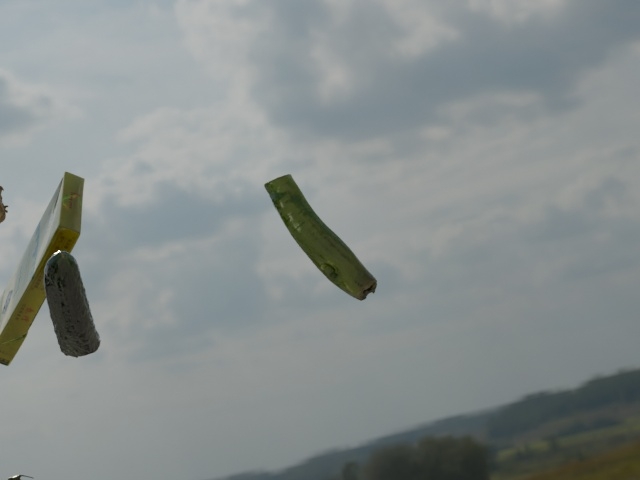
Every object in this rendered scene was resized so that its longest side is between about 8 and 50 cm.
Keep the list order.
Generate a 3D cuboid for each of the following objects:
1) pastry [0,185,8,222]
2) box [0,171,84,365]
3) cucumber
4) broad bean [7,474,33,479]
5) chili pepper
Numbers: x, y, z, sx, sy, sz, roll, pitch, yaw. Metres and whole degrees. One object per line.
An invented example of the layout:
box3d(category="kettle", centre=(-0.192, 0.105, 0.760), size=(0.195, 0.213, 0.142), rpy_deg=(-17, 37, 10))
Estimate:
box3d(category="pastry", centre=(-0.374, -0.076, 1.526), size=(0.056, 0.140, 0.080), rpy_deg=(-7, 14, 7))
box3d(category="box", centre=(-0.434, 0.043, 2.195), size=(0.041, 0.153, 0.279), rpy_deg=(21, -60, -20))
box3d(category="cucumber", centre=(-0.321, 0.083, 1.845), size=(0.052, 0.058, 0.215), rpy_deg=(24, -32, 15))
box3d(category="broad bean", centre=(-0.358, 0.434, 1.937), size=(0.065, 0.254, 0.046), rpy_deg=(-16, -2, -28))
box3d(category="chili pepper", centre=(0.000, 0.000, 1.817), size=(0.052, 0.202, 0.050), rpy_deg=(-41, 9, -8))
